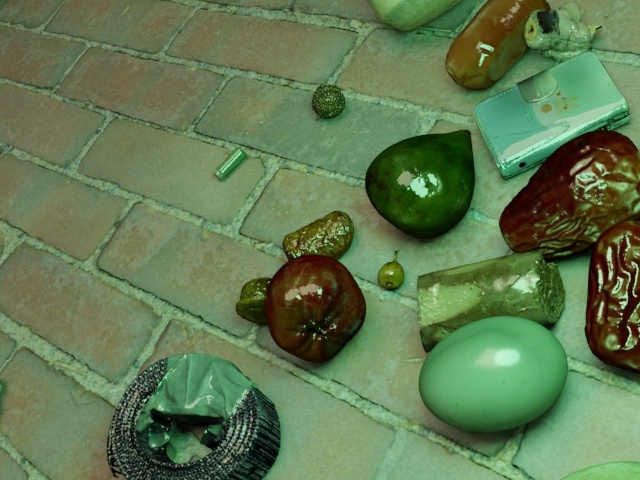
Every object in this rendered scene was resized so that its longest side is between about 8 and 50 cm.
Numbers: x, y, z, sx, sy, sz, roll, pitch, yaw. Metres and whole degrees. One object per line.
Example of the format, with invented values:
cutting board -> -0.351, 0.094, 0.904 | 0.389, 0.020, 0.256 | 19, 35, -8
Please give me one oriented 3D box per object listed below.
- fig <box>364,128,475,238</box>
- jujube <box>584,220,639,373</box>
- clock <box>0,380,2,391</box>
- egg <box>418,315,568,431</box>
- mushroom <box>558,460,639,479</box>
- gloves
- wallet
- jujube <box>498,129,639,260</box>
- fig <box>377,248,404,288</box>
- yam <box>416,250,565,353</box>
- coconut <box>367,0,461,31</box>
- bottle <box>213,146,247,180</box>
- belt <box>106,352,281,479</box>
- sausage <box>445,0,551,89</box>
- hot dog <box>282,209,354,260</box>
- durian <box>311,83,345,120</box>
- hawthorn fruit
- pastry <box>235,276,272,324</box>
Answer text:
fig -> 0.198, -0.123, 1.634 | 0.195, 0.195, 0.245 | 28, 77, 42
jujube -> 0.472, 0.083, 1.343 | 0.155, 0.155, 0.230 | 7, 71, 35
clock -> -0.769, 0.365, 1.932 | 0.162, 0.093, 0.166 | -16, 49, 17
egg -> 0.259, 0.203, 1.362 | 0.230, 0.168, 0.168 | -19, 49, 21
mushroom -> 0.378, 0.439, 1.051 | 0.352, 0.260, 0.352 | -4, 82, 29
gloves -> 0.461, -0.397, 1.733 | 0.094, 0.144, 0.110 | 129, 157, -55
wallet -> 0.421, -0.232, 1.657 | 0.250, 0.075, 0.176 | -25, 51, 13
jujube -> 0.421, -0.065, 1.477 | 0.255, 0.190, 0.190 | -39, 43, 25
fig -> 0.133, 0.051, 1.642 | 0.050, 0.050, 0.083 | -8, 43, 27
yam -> 0.271, 0.098, 1.470 | 0.238, 0.129, 0.128 | -13, 16, 23
coconut -> 0.188, -0.599, 1.940 | 0.237, 0.237, 0.266 | -33, 89, 6
bottle -> -0.204, -0.173, 2.029 | 0.083, 0.030, 0.030 | -47, 46, -7
belt -> -0.226, 0.335, 1.599 | 0.324, 0.122, 0.260 | 2, 62, 32
sausage -> 0.354, -0.409, 1.798 | 0.258, 0.133, 0.133 | -49, 46, -6
hot dog -> -0.001, -0.002, 1.752 | 0.147, 0.065, 0.099 | -27, 46, 3
durian -> 0.015, -0.300, 1.966 | 0.080, 0.080, 0.091 | 47, 116, 44
hawthorn fruit -> -0.018, 0.109, 1.607 | 0.185, 0.185, 0.202 | -32, 31, 7
pastry -> -0.108, 0.115, 1.705 | 0.109, 0.097, 0.057 | -13, 50, 22
